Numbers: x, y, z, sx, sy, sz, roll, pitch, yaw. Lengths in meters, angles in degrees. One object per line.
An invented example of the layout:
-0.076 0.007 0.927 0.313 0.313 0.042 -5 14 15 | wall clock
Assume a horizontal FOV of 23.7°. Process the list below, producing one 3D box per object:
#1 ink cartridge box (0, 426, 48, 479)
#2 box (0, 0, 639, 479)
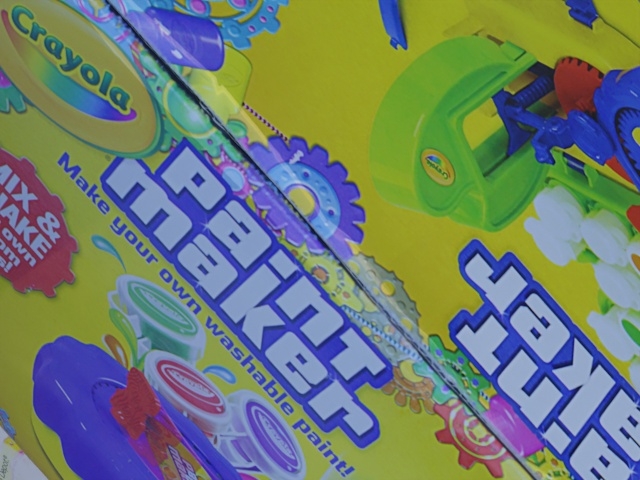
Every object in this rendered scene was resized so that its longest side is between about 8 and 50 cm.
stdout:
-0.260 0.226 1.064 0.278 0.201 0.117 39 111 -20 | ink cartridge box
0.057 -0.005 0.498 0.290 0.279 0.177 48 138 1 | box
